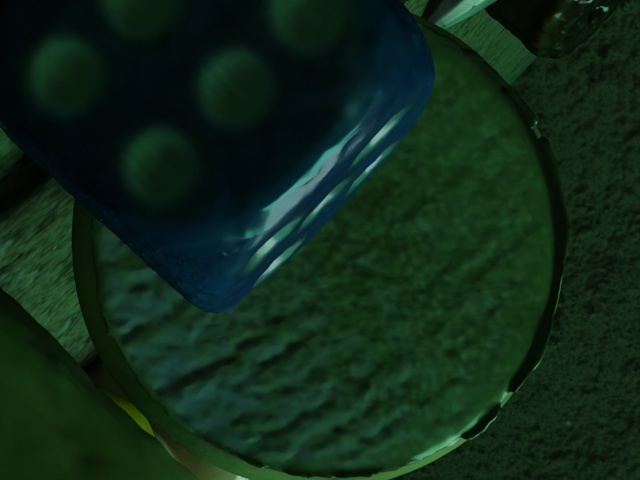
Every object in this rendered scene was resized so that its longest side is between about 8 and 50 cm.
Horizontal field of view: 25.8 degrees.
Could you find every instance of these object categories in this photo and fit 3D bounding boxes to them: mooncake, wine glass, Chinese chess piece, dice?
[{"bbox_3d":[0.276,-0.299,1.473,0.228,0.124,0.228,-45,173,-7],"label":"mooncake"},{"bbox_3d":[0.131,-0.221,1.204,0.155,0.073,0.073,-46,175,4],"label":"wine glass"},{"bbox_3d":[0.000,0.000,0.768,0.270,0.270,0.112,-45,-176,-9],"label":"Chinese chess piece"},{"bbox_3d":[-0.048,-0.065,0.578,0.143,0.146,0.146,-47,175,-5],"label":"dice"}]

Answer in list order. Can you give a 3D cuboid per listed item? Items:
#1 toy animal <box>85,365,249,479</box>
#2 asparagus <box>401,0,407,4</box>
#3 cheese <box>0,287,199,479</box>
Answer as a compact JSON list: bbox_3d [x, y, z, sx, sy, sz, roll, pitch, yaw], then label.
[{"bbox_3d":[-0.141,0.237,1.360,0.247,0.345,0.277,-28,132,-37],"label":"toy animal"},{"bbox_3d":[0.124,-0.258,1.150,0.233,0.023,0.022,-45,-141,-3],"label":"asparagus"},{"bbox_3d":[-0.162,0.150,0.669,0.124,0.265,0.242,-47,175,22],"label":"cheese"}]
